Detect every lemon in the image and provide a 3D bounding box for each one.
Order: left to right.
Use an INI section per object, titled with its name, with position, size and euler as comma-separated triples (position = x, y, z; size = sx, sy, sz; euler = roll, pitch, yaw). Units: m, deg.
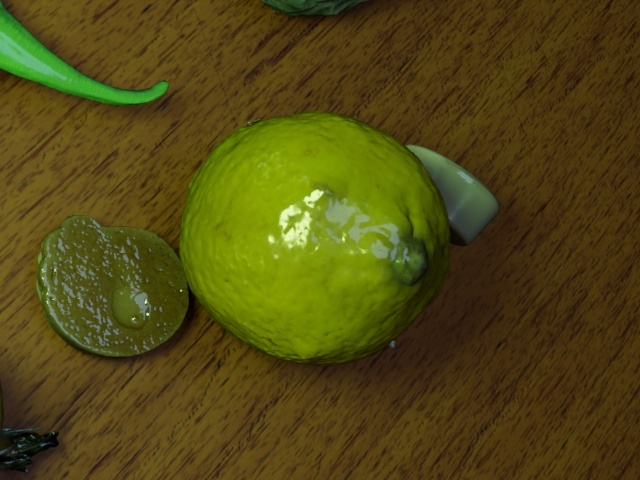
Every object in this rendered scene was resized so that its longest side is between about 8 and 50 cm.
[lemon]
position = 0.000, 0.000, 1.853
size = 0.350, 0.387, 0.350
euler = -9, 103, -44

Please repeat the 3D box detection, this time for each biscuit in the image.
[biscuit]
position = -0.273, 0.064, 1.844
size = 0.208, 0.049, 0.181
euler = 10, 75, -32

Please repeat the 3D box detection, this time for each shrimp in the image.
[shrimp]
position = -0.422, 0.328, 1.696
size = 0.262, 0.051, 0.198
euler = -14, 95, -32

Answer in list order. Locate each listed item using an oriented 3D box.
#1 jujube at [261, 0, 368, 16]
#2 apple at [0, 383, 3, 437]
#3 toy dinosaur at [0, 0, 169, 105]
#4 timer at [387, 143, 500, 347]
[jujube]
position = 0.026, -0.452, 2.062
size = 0.317, 0.226, 0.226
euler = -25, 95, -30
[apple]
position = -0.478, 0.191, 1.565
size = 0.260, 0.194, 0.261
euler = 9, 44, -9
[toy dinosaur]
position = -0.451, -0.341, 1.787
size = 0.500, 0.144, 0.374
euler = 0, 68, -37
[timer]
position = 0.124, 0.014, 2.087
size = 0.175, 0.175, 0.266
euler = 37, 81, -23
